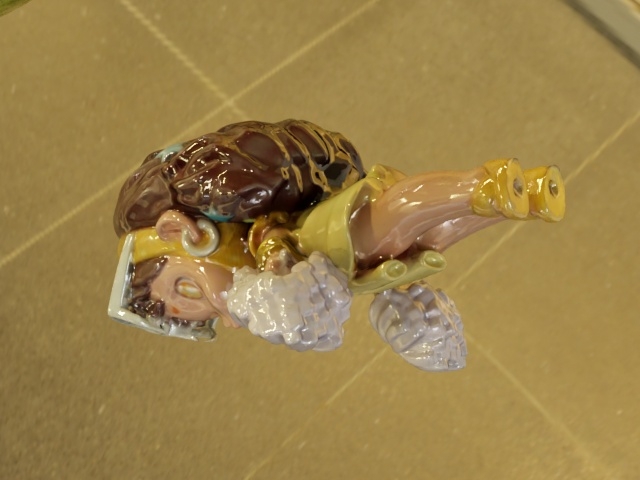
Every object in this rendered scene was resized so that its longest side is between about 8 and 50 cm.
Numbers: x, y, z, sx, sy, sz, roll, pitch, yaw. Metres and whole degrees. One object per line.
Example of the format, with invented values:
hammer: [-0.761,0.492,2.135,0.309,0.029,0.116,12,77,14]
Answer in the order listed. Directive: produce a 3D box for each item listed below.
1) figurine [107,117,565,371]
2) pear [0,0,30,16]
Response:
figurine: [-0.001,-0.001,0.678,0.175,0.240,0.115,14,82,-52]
pear: [-0.117,-0.181,0.271,0.287,0.375,0.287,-7,103,-30]
